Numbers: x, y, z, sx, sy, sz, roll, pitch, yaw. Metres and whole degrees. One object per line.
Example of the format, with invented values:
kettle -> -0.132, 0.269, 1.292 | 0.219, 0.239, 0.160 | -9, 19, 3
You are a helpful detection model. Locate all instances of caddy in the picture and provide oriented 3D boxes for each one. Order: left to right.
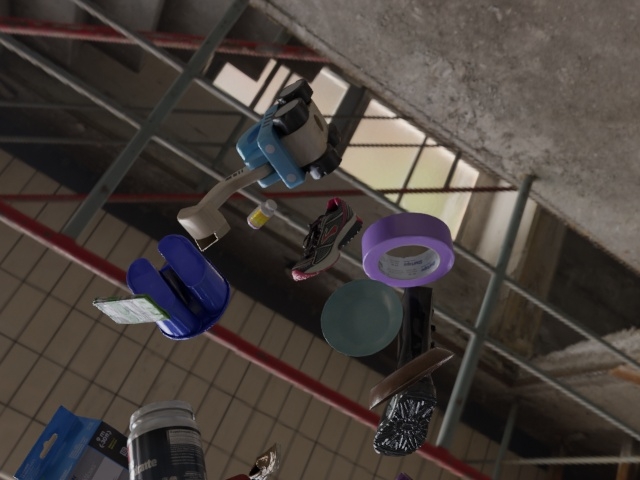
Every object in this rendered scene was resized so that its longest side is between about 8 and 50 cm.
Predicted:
caddy -> -0.416, 0.143, 1.845 | 0.341, 0.241, 0.179 | 40, 167, 44

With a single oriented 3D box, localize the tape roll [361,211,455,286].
tape roll -> 0.264, 0.033, 1.887 | 0.275, 0.090, 0.274 | 0, 144, 0

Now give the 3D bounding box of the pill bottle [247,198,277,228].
pill bottle -> -0.147, -0.068, 1.579 | 0.043, 0.043, 0.083 | 36, 126, -19

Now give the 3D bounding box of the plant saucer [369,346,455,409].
plant saucer -> 0.146, 0.224, 1.032 | 0.029, 0.169, 0.168 | 58, 158, 17

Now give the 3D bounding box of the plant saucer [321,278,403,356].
plant saucer -> 0.099, 0.183, 1.443 | 0.195, 0.194, 0.037 | 11, 154, 26

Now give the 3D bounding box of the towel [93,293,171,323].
towel -> -0.444, 0.160, 1.469 | 0.152, 0.023, 0.113 | -7, 143, 20

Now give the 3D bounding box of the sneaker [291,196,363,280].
sneaker -> 0.000, 0.000, 1.745 | 0.121, 0.299, 0.112 | -19, 116, 45

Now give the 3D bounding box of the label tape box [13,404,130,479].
label tape box -> -0.724, 0.709, 1.947 | 0.115, 0.249, 0.347 | -21, 124, 41

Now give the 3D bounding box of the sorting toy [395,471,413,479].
sorting toy -> 0.347, 0.883, 1.937 | 0.365, 0.126, 0.127 | 42, 176, -9

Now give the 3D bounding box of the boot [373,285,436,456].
boot -> 0.274, 0.409, 1.989 | 0.146, 0.445, 0.366 | 15, 129, -7

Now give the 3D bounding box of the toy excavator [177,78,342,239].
toy excavator -> -0.180, -0.215, 1.819 | 0.445, 0.432, 0.222 | -27, 119, 20

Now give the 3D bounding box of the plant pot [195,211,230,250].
plant pot -> -0.388, -0.044, 2.210 | 0.109, 0.096, 0.109 | -32, 89, 41

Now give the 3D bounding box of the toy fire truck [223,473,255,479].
toy fire truck -> -0.213, 0.835, 1.857 | 0.302, 0.254, 0.169 | 36, 141, 19

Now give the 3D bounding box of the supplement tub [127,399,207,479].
supplement tub -> -0.394, 0.574, 1.599 | 0.191, 0.272, 0.191 | -12, 142, -10

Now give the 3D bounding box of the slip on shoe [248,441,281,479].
slip on shoe -> -0.123, 0.494, 1.384 | 0.041, 0.051, 0.135 | 13, 134, -17
